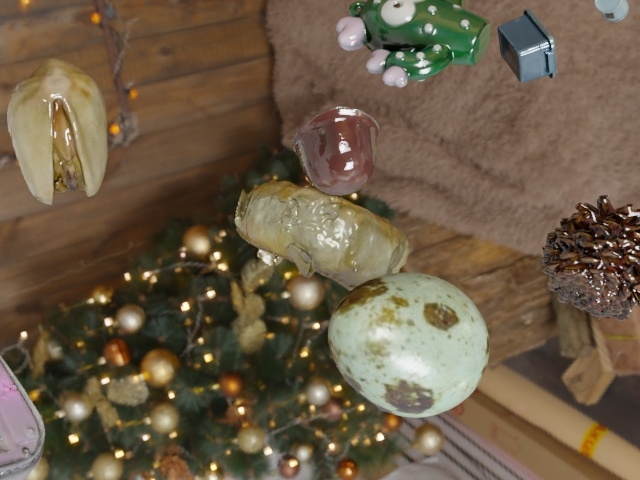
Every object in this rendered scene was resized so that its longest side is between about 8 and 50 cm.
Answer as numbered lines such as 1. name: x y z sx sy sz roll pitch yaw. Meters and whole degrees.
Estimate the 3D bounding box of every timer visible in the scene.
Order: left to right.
1. timer: -0.404 0.184 0.918 0.069 0.191 0.208 -45 73 20

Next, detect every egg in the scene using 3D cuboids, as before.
1. egg: 0.100 0.118 0.989 0.169 0.231 0.169 -15 65 35

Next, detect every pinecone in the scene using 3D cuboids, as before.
1. pinecone: 0.505 0.029 1.506 0.221 0.221 0.221 43 143 45

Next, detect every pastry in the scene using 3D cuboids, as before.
1. pastry: 0.004 0.002 1.198 0.236 0.257 0.120 21 86 25

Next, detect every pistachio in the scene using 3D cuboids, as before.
1. pistachio: -0.358 -0.145 1.168 0.131 0.130 0.206 -114 23 -48

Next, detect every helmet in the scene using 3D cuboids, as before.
1. helmet: 0.036 -0.138 1.435 0.175 0.155 0.106 110 153 -58

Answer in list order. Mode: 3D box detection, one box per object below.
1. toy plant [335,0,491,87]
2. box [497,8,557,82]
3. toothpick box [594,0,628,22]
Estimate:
1. toy plant: 0.150 -0.349 1.390 0.243 0.233 0.112 47 158 34
2. box: 0.296 -0.276 1.222 0.074 0.054 0.099 67 -177 -46
3. toothpick box: 0.567 -0.459 1.653 0.052 0.083 0.052 0 90 29
